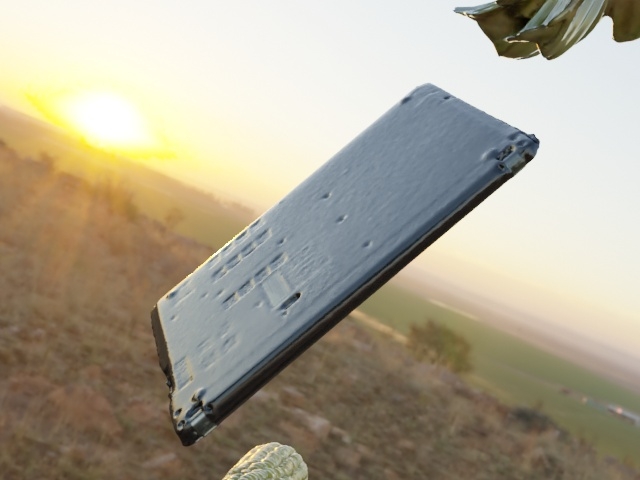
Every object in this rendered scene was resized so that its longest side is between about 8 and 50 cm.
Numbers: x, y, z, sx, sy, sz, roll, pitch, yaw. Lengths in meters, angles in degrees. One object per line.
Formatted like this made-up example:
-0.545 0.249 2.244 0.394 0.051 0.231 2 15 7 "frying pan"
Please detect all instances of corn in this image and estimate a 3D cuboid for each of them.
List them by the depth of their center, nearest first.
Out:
-0.051 0.213 0.831 0.067 0.067 0.206 22 -1 9 "corn"

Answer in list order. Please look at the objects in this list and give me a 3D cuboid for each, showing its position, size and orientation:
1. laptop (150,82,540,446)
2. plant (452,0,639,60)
0.000 0.000 0.425 0.016 0.180 0.129 50 1 -25 "laptop"
0.241 -0.227 0.621 0.261 0.297 0.306 16 -23 -16 "plant"
